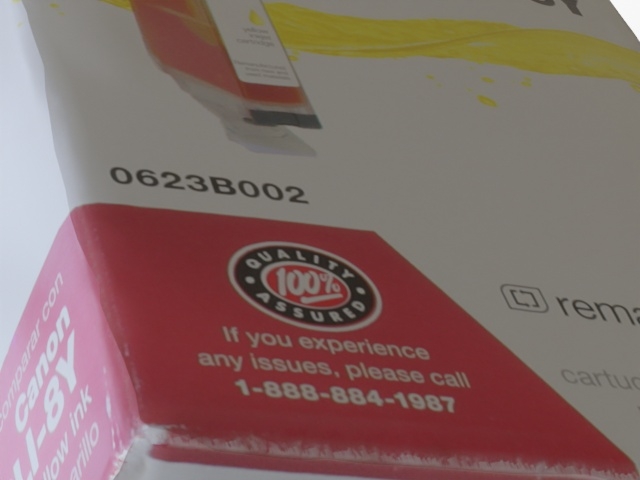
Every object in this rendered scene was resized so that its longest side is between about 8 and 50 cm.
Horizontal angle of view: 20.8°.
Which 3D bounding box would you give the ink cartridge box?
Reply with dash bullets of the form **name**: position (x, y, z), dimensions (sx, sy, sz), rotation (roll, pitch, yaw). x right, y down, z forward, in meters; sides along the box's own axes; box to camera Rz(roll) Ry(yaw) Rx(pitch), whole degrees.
- **ink cartridge box**: position (0.000, 0.000, 0.633), dimensions (0.279, 0.385, 0.160), rotation (7, -54, -25)
